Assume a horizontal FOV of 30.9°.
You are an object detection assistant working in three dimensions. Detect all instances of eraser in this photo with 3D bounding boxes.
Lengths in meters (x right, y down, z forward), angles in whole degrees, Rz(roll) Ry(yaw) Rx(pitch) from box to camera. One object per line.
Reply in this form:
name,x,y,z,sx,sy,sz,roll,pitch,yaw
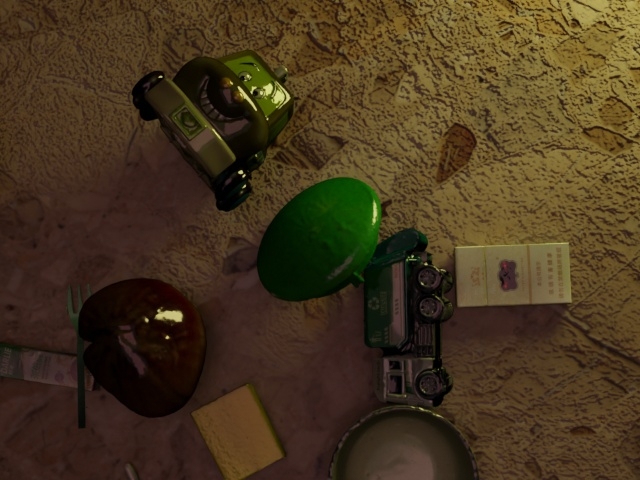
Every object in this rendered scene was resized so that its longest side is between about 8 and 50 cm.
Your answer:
eraser,-0.119,0.282,1.680,0.097,0.045,0.122,-27,85,0

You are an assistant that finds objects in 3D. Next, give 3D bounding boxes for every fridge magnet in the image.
fridge magnet,0.000,0.000,1.640,0.208,0.208,0.088,-47,128,-1

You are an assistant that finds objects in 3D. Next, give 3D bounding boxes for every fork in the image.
fork,-0.348,0.168,1.673,0.039,0.021,0.235,-7,58,-3

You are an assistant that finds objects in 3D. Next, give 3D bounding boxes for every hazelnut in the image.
hazelnut,-0.248,0.149,1.631,0.178,0.178,0.204,-15,74,1

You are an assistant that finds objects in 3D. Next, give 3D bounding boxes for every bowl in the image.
bowl,0.117,0.330,1.630,0.211,0.112,0.211,0,90,4

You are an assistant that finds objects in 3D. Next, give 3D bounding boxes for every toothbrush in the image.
toothbrush,-0.232,0.444,1.686,0.024,0.018,0.257,-25,85,-2

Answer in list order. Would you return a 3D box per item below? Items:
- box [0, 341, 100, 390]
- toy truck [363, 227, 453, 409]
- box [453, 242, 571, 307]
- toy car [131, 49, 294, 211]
box,-0.425,0.182,1.703,0.207,0.041,0.050,9,84,2
toy truck,0.128,0.111,1.653,0.124,0.114,0.253,0,86,16
box,0.280,0.051,1.691,0.166,0.024,0.090,-2,86,1
toy car,-0.126,-0.179,1.618,0.198,0.248,0.204,-40,85,-5
